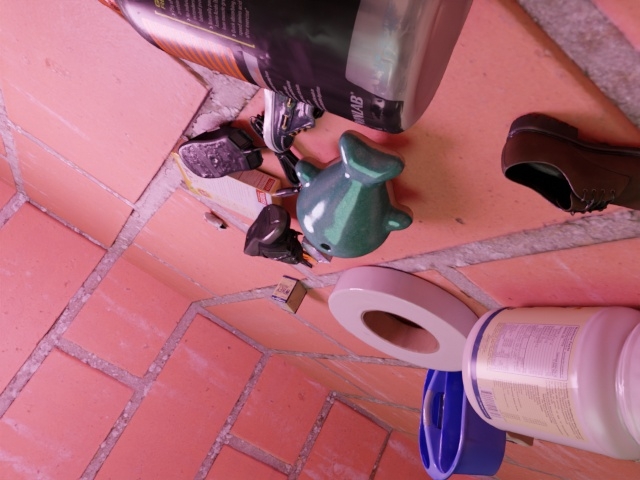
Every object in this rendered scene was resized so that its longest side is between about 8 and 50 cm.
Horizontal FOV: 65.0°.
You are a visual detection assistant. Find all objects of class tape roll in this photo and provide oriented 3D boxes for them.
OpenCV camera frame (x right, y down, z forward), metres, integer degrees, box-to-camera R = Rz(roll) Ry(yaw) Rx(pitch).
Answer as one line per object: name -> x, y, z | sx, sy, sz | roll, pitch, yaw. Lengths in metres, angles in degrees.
tape roll -> 0.206, 0.202, 1.256 | 0.391, 0.072, 0.392 | 23, 154, 12

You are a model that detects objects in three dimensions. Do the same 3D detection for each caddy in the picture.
caddy -> 0.358, 0.461, 1.342 | 0.179, 0.342, 0.241 | 14, 159, -10

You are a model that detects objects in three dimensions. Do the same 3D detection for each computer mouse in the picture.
computer mouse -> -0.140, -0.153, 0.967 | 0.261, 0.060, 0.184 | -8, 134, 39

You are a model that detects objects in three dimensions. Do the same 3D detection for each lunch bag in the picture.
lunch bag -> 0.000, 0.000, 1.102 | 0.053, 0.071, 0.083 | 1, 143, 46

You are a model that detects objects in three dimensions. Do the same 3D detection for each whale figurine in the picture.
whale figurine -> 0.046, -0.062, 0.823 | 0.216, 0.141, 0.272 | 29, 157, 2

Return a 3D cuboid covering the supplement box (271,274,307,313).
supplement box -> -0.096, 0.167, 1.553 | 0.056, 0.083, 0.083 | 14, 154, 31

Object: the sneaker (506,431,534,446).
sneaker -> 0.526, 0.526, 1.513 | 0.148, 0.131, 0.350 | 0, 145, 42

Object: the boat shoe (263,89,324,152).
boat shoe -> -0.038, -0.184, 0.764 | 0.083, 0.065, 0.183 | 27, 157, 10

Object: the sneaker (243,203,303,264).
sneaker -> -0.079, -0.010, 1.078 | 0.130, 0.087, 0.227 | 12, 158, -18

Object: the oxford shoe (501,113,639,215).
oxford shoe -> 0.316, -0.060, 0.572 | 0.227, 0.096, 0.083 | 20, 154, 16

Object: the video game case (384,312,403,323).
video game case -> 0.188, 0.252, 1.479 | 0.190, 0.022, 0.173 | 34, 157, -14

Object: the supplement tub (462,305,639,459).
supplement tub -> 0.436, 0.230, 0.856 | 0.235, 0.236, 0.324 | 39, 156, -22

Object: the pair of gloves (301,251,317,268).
pair of gloves -> -0.045, 0.048, 1.337 | 0.074, 0.010, 0.083 | 32, 158, -7

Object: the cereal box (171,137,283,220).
cereal box -> -0.196, -0.120, 1.111 | 0.240, 0.047, 0.173 | 24, 158, 9

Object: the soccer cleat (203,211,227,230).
soccer cleat -> -0.292, -0.054, 1.395 | 0.035, 0.029, 0.083 | 2, 150, 32

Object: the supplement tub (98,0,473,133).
supplement tub -> -0.040, -0.245, 0.454 | 0.337, 0.207, 0.207 | 24, 157, 13
